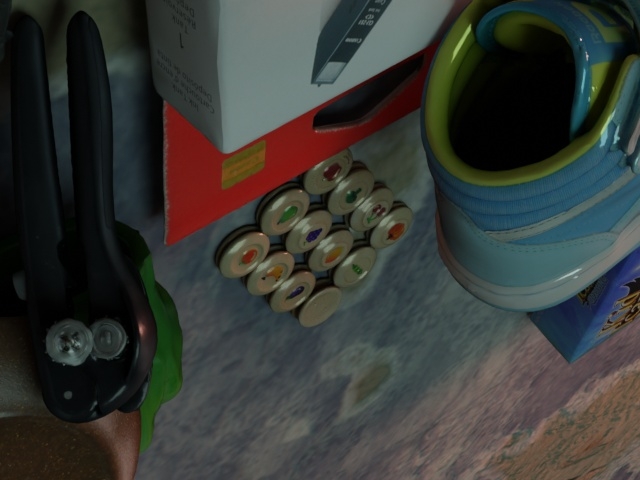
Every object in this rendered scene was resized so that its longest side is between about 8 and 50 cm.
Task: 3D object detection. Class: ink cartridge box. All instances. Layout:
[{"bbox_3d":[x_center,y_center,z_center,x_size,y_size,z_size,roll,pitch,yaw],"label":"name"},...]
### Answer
[{"bbox_3d":[0.049,-0.128,0.673,0.296,0.066,0.261,-31,147,-26],"label":"ink cartridge box"}]

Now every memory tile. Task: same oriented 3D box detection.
[{"bbox_3d":[0.000,0.000,0.843,0.113,0.012,0.148,-45,149,4],"label":"memory tile"}]

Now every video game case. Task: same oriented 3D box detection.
[{"bbox_3d":[0.307,-0.034,1.059,0.244,0.061,0.269,-29,156,-20],"label":"video game case"}]

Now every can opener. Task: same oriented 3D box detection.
[{"bbox_3d":[-0.112,-0.009,0.581,0.059,0.186,0.073,-11,-175,-9],"label":"can opener"}]

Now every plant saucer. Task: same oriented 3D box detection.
[{"bbox_3d":[-0.167,0.128,0.613,0.198,0.036,0.199,-21,131,-26],"label":"plant saucer"}]

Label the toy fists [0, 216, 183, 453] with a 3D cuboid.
[{"bbox_3d":[-0.199,0.092,0.656,0.279,0.096,0.142,-24,132,-26],"label":"toy fists"}]

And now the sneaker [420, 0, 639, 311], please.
[{"bbox_3d":[0.185,-0.103,0.682,0.319,0.127,0.208,-42,154,-3],"label":"sneaker"}]

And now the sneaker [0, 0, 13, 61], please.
[{"bbox_3d":[-0.163,-0.077,0.525,0.089,0.051,0.170,-9,133,-36],"label":"sneaker"}]
